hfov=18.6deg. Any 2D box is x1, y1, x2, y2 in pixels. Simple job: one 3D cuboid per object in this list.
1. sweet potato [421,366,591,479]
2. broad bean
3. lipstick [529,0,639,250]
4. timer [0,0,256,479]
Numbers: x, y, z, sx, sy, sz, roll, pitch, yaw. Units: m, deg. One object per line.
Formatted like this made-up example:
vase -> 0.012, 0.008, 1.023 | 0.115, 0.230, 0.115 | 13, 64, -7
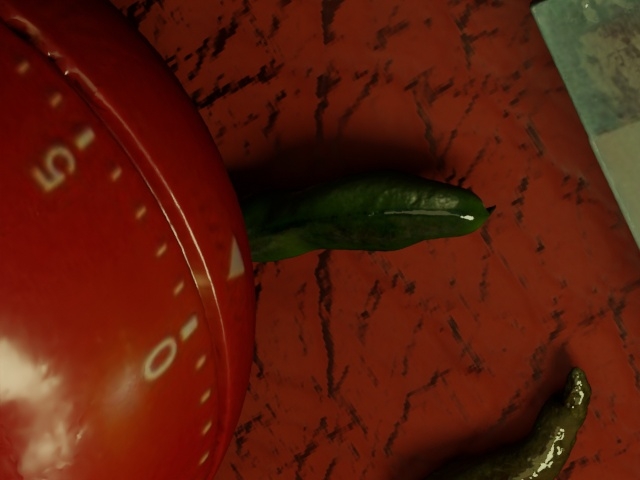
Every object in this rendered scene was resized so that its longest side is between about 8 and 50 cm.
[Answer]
sweet potato -> 0.092, 0.122, 1.027 | 0.041, 0.038, 0.153 | 37, 118, -25
broad bean -> -0.007, -0.005, 1.000 | 0.195, 0.046, 0.061 | -23, 119, 31
lipstick -> 0.214, 0.031, 0.927 | 0.079, 0.076, 0.371 | -22, 104, 24
timer -> -0.214, 0.021, 0.934 | 0.378, 0.279, 0.378 | 16, 129, 20
